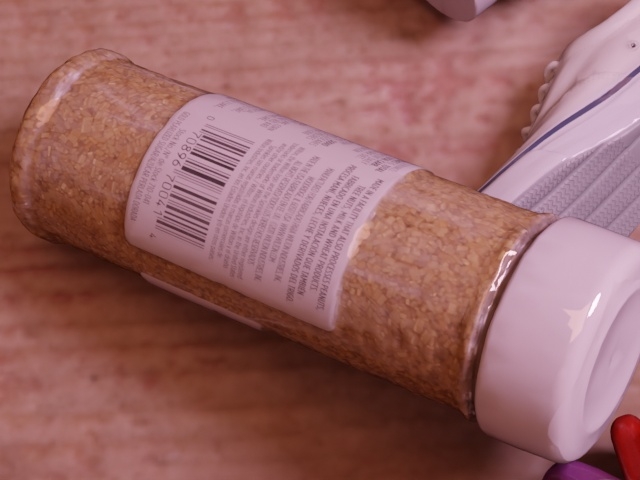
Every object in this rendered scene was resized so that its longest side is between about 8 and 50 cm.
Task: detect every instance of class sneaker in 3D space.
[{"bbox_3d":[0.163,-0.065,1.008,0.258,0.094,0.091,-39,42,-7],"label":"sneaker"}]

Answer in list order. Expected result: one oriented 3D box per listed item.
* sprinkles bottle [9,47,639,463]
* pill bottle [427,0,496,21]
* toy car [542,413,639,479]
[{"bbox_3d":[0.000,0.000,0.926,0.355,0.121,0.121,22,71,25],"label":"sprinkles bottle"},{"bbox_3d":[0.143,-0.236,1.046,0.216,0.121,0.121,-40,72,-11],"label":"pill bottle"},{"bbox_3d":[0.175,0.155,0.896,0.182,0.159,0.136,-38,36,-11],"label":"toy car"}]
